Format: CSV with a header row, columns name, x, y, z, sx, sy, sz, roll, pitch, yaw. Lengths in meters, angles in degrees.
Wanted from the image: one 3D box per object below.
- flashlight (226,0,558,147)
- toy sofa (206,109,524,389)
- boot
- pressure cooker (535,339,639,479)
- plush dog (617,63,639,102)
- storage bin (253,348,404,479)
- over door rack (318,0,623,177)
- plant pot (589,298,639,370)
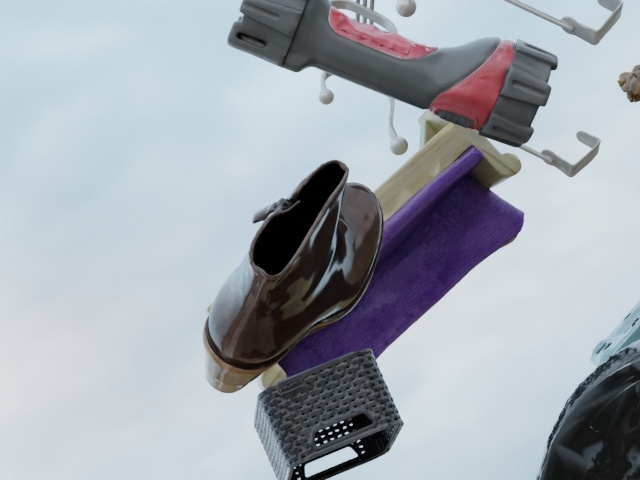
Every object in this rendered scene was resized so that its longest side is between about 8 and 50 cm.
name,x,y,z,sx,sy,sz,roll,pitch,yaw
flashlight,0.072,-0.187,1.744,0.103,0.304,0.103,-72,5,-60
toy sofa,0.059,0.025,1.957,0.362,0.177,0.150,-42,-1,-7
boot,0.000,0.000,1.431,0.248,0.090,0.207,-51,-8,-35
pressure cooker,0.424,0.236,1.681,0.375,0.370,0.420,-53,-22,23
plush dog,0.339,-0.163,1.385,0.211,0.262,0.225,-35,-7,17
storage bin,0.005,0.183,1.815,0.122,0.084,0.180,-21,-15,-10
over door rack,0.143,-0.187,1.926,0.239,0.324,0.108,90,-158,-53
plant pot,0.473,0.177,2.225,0.248,0.252,0.247,-50,-1,4
